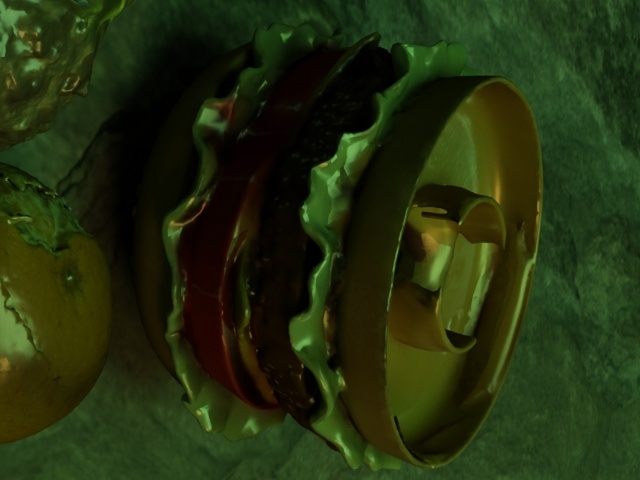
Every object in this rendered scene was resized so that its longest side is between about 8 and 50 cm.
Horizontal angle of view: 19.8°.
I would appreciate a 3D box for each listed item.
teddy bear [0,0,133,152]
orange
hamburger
[{"bbox_3d":[-0.155,-0.202,0.882,0.246,0.222,0.296,-78,146,-89],"label":"teddy bear"},{"bbox_3d":[-0.180,0.031,0.938,0.156,0.134,0.157,-18,90,-77],"label":"orange"},{"bbox_3d":[0.000,0.000,1.141,0.274,0.212,0.274,-36,132,-54],"label":"hamburger"}]
